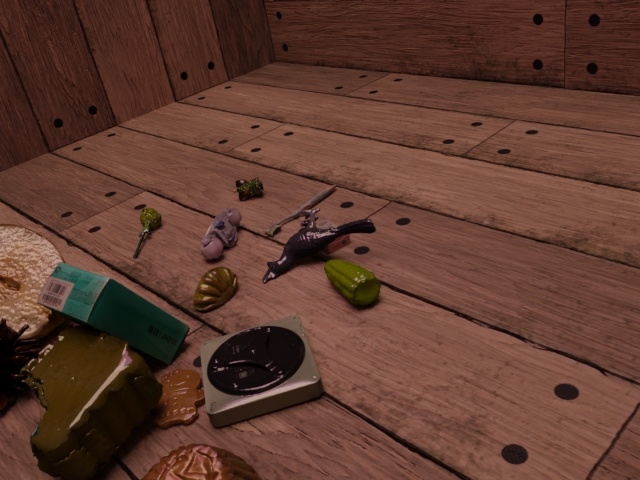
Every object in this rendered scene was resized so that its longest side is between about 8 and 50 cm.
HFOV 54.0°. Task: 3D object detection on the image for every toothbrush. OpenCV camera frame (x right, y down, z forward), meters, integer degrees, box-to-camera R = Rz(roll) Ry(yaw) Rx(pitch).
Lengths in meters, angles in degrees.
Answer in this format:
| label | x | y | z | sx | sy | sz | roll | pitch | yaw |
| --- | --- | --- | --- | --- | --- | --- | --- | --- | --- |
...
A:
| label | x | y | z | sx | sy | sz | roll | pitch | yaw |
| --- | --- | --- | --- | --- | --- | --- | --- | --- | --- |
| toothbrush | -0.060 | -0.111 | 2.181 | 0.037 | 0.028 | 0.375 | 19 | 41 | 33 |

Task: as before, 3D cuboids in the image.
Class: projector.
| label | x | y | z | sx | sy | sz | roll | pitch | yaw |
| --- | --- | --- | --- | --- | --- | --- | --- | --- | --- |
| projector | -0.146 | 0.289 | 1.461 | 0.259 | 0.079 | 0.257 | -16 | 31 | -6 |

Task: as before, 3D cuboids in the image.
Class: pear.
| label | x | y | z | sx | sy | sz | roll | pitch | yaw |
| --- | --- | --- | --- | --- | --- | --- | --- | --- | --- |
| pear | -0.895 | 0.139 | 1.794 | 0.386 | 0.191 | 0.340 | 35 | 67 | 5 |

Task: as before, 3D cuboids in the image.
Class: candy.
| label | x | y | z | sx | sy | sz | roll | pitch | yaw |
| --- | --- | --- | --- | --- | --- | --- | --- | --- | --- |
| candy | 0.075 | 0.103 | 1.702 | 0.097 | 0.096 | 0.209 | -24 | 30 | -22 |
| candy | -0.616 | -0.026 | 2.199 | 0.077 | 0.073 | 0.262 | 15 | 36 | -9 |

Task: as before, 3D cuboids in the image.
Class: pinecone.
| label | x | y | z | sx | sy | sz | roll | pitch | yaw |
| --- | --- | --- | --- | --- | --- | --- | --- | --- | --- |
| pinecone | -0.804 | 0.296 | 1.556 | 0.201 | 0.202 | 0.229 | -46 | 36 | 4 |

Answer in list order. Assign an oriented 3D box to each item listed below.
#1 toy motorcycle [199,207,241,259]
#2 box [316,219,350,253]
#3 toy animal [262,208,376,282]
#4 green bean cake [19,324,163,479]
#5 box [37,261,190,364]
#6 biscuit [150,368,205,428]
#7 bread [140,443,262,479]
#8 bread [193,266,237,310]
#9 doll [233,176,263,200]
| label | x | y | z | sx | sy | sz | roll | pitch | yaw |
| --- | --- | --- | --- | --- | --- | --- | --- | --- | --- |
| toy motorcycle | -0.336 | -0.021 | 2.067 | 0.112 | 0.112 | 0.254 | -2 | 32 | 16 |
| box | 0.023 | -0.014 | 1.969 | 0.089 | 0.043 | 0.125 | -26 | 33 | -25 |
| toy animal | -0.021 | -0.014 | 1.885 | 0.367 | 0.081 | 0.206 | -26 | 39 | 9 |
| green bean cake | -0.523 | 0.362 | 1.370 | 0.310 | 0.202 | 0.285 | 14 | 50 | 38 |
| box | -0.498 | 0.184 | 1.537 | 0.205 | 0.311 | 0.118 | 14 | 70 | 34 |
| biscuit | -0.327 | 0.360 | 1.455 | 0.133 | 0.027 | 0.184 | -7 | 30 | 11 |
| bread | -0.228 | 0.472 | 1.106 | 0.274 | 0.149 | 0.274 | -4 | 35 | 3 |
| bread | -0.298 | 0.126 | 1.792 | 0.083 | 0.094 | 0.157 | 6 | 25 | 35 |
| doll | -0.266 | -0.195 | 2.339 | 0.113 | 0.078 | 0.077 | -14 | 4 | -22 |
